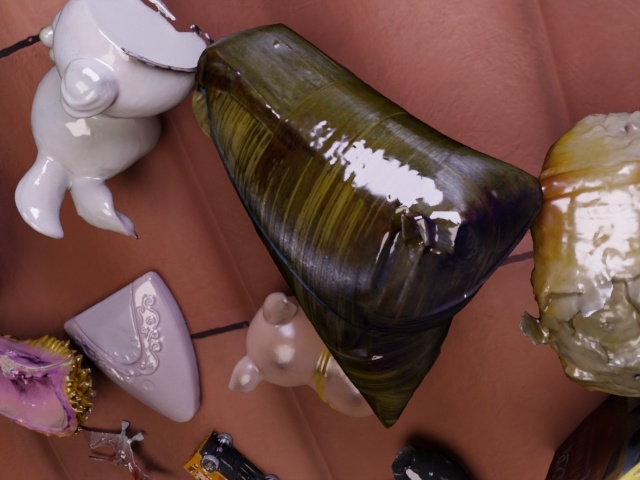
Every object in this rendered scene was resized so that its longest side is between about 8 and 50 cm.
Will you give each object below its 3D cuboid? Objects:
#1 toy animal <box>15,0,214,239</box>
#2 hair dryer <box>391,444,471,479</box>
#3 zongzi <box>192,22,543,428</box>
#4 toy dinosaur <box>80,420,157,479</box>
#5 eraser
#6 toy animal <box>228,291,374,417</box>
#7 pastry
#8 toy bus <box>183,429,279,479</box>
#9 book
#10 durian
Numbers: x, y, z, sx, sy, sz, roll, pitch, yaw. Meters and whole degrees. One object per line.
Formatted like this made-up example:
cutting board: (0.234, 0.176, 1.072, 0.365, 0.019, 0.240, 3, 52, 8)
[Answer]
toy animal: (-0.276, -0.166, 0.884, 0.183, 0.247, 0.310, 18, 135, -31)
hair dryer: (0.149, 0.439, 1.107, 0.235, 0.091, 0.272, 41, 129, -15)
zongzi: (0.000, 0.000, 0.831, 0.403, 0.208, 0.432, 41, 144, 24)
toy dinosaur: (-0.353, 0.369, 1.221, 0.220, 0.032, 0.108, 31, 120, 12)
eraser: (-0.279, 0.192, 1.111, 0.204, 0.059, 0.243, -30, 97, 24)
toy animal: (0.014, 0.167, 0.984, 0.248, 0.149, 0.165, 20, 99, -7)
pastry: (0.325, 0.024, 0.752, 0.137, 0.330, 0.329, -5, 111, 33)
toy bus: (-0.144, 0.398, 1.155, 0.162, 0.069, 0.074, 43, 116, -3)
book: (0.387, 0.210, 0.829, 0.028, 0.262, 0.373, 40, 117, 11)
durian: (-0.488, 0.224, 1.161, 0.342, 0.112, 0.191, 4, 130, 27)
